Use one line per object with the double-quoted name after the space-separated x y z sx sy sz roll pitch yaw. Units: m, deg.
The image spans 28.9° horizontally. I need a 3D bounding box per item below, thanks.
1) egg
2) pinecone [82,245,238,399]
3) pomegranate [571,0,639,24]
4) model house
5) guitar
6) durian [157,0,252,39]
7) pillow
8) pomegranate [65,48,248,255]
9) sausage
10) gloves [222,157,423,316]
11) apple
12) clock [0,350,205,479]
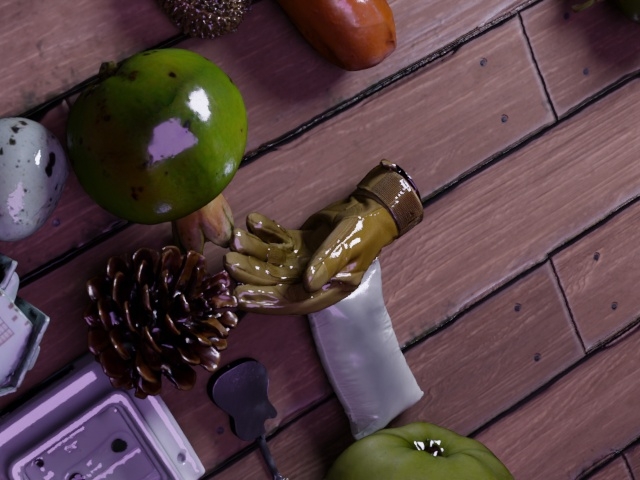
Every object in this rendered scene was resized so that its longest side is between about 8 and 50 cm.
-0.374 -0.073 1.524 0.131 0.131 0.164 6 61 -26 "egg"
-0.196 0.098 1.577 0.208 0.208 0.208 -4 101 -25 "pinecone"
0.483 -0.406 1.878 0.224 0.181 0.181 -11 104 -3 "pomegranate"
-0.452 0.081 1.479 0.198 0.224 0.215 -41 109 -16 "model house"
-0.088 0.278 1.789 0.088 0.025 0.233 -28 109 -20 "guitar"
-0.159 -0.341 1.615 0.188 0.091 0.148 10 94 -25 "durian"
0.065 0.156 1.814 0.144 0.078 0.254 -29 110 -24 "pillow"
-0.189 -0.099 1.582 0.236 0.236 0.302 -36 124 -16 "pomegranate"
0.007 -0.337 1.676 0.133 0.133 0.258 -44 114 -13 "sausage"
0.001 0.010 1.705 0.331 0.154 0.141 -33 151 -30 "gloves"
0.137 0.441 1.749 0.357 0.357 0.357 -4 101 -25 "apple"
-0.309 0.293 1.638 0.262 0.116 0.231 -35 111 -18 "clock"
